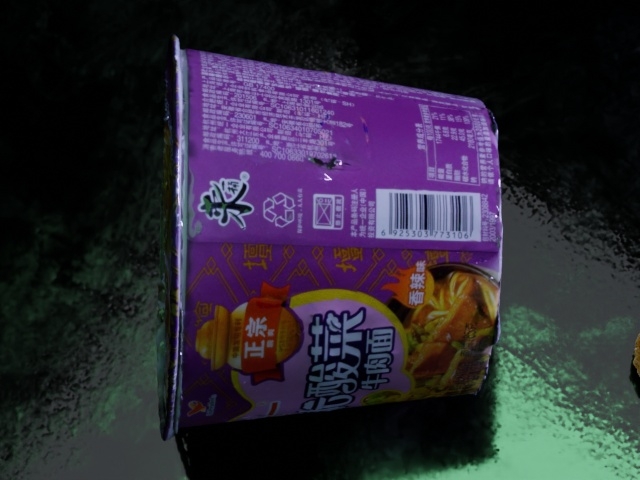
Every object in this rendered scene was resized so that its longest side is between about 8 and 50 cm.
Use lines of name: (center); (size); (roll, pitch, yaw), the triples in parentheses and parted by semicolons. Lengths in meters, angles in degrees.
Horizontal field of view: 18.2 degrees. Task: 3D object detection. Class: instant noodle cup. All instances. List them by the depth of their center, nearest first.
instant noodle cup: (0.000, 0.000, 1.650); (0.265, 0.340, 0.340); (1, 69, -7)

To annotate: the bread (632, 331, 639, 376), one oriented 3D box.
bread: (0.322, 0.093, 1.715); (0.110, 0.044, 0.083); (-29, 66, -8)
